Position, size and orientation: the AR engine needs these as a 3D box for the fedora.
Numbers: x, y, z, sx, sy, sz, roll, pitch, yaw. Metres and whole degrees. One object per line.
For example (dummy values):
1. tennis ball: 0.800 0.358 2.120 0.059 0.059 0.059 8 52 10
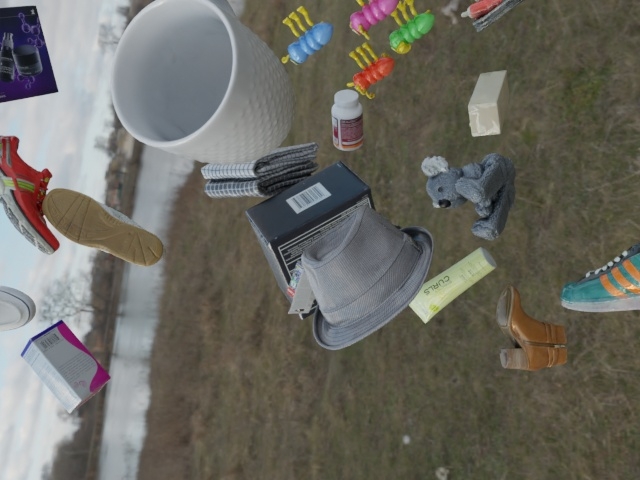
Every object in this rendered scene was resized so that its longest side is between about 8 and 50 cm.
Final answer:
1. fedora: 0.054 0.034 1.010 0.243 0.124 0.275 -34 14 26

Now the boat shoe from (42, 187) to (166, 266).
1. boat shoe: -0.461 -0.021 1.356 0.098 0.277 0.096 -61 -1 -3

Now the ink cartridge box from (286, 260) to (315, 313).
1. ink cartridge box: -0.037 0.101 1.357 0.029 0.062 0.115 35 112 44

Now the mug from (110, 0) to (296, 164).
1. mug: -0.205 -0.334 1.257 0.328 0.276 0.375 10 -111 -66

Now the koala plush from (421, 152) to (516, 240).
1. koala plush: 0.375 -0.136 1.646 0.221 0.196 0.203 7 51 40

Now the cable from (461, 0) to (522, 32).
1. cable: 0.404 -0.526 1.315 0.140 0.072 0.287 -54 18 -16

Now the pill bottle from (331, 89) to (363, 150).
1. pill bottle: 0.074 -0.328 1.721 0.086 0.086 0.152 -99 3 -47

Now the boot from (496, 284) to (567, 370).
1. boot: 0.490 0.199 1.452 0.073 0.152 0.197 -160 69 -82

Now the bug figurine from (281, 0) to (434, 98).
1. bug figurine: 0.075 -0.341 1.081 0.216 0.279 0.072 -32 68 33

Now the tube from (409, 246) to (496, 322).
1. tube: 0.316 0.109 1.538 0.240 0.062 0.070 -39 53 28

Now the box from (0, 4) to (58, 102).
1. box: -0.693 -0.366 1.274 0.103 0.261 0.185 6 114 40

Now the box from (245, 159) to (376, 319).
1. box: 0.000 0.000 1.678 0.183 0.296 0.294 50 164 49

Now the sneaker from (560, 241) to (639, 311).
1. sneaker: 0.548 0.055 1.083 0.302 0.108 0.121 -14 82 53

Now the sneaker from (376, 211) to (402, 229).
1. sneaker: 0.234 -0.024 2.255 0.343 0.146 0.134 54 -167 -66

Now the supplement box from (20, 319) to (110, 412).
1. supplement box: -0.715 0.354 1.773 0.114 0.220 0.111 -44 -4 40

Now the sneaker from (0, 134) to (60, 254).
1. sneaker: -0.621 -0.104 1.344 0.279 0.118 0.107 60 153 -2

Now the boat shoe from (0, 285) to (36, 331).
1. boat shoe: -0.675 0.136 1.178 0.084 0.257 0.095 -108 20 -75

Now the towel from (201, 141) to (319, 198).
1. towel: -0.164 -0.194 1.825 0.234 0.283 0.122 0 106 43

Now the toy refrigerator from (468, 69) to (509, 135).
1. toy refrigerator: 0.521 -0.428 1.953 0.270 0.094 0.102 -60 -39 -50
